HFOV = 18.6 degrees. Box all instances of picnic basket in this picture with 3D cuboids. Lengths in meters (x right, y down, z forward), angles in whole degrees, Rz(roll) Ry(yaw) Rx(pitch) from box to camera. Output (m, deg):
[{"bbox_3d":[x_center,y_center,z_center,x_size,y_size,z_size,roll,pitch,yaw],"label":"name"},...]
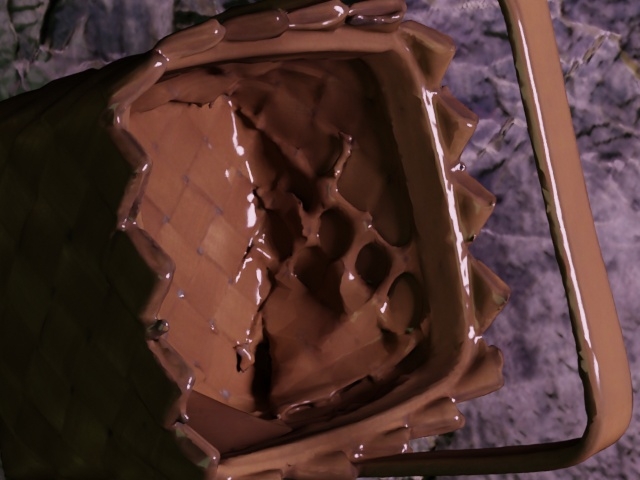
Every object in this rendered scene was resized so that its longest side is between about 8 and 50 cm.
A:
[{"bbox_3d":[0.000,0.000,1.008,0.321,0.291,0.254,-10,93,40],"label":"picnic basket"}]
